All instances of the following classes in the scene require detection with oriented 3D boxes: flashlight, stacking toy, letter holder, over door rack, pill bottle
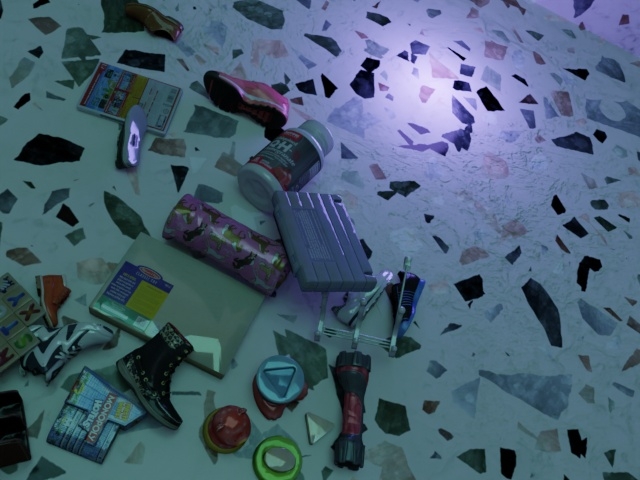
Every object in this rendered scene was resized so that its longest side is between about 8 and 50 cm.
[{"bbox_3d":[0.082,0.458,1.763,0.103,0.103,0.304,14,58,-11],"label":"flashlight"},{"bbox_3d":[-0.116,0.467,1.681,0.279,0.130,0.309,42,59,8],"label":"stacking toy"},{"bbox_3d":[-0.823,0.436,1.426,0.302,0.214,0.152,-10,66,-22],"label":"letter holder"},{"bbox_3d":[0.126,0.153,1.857,0.240,0.108,0.324,12,62,3],"label":"over door rack"},{"bbox_3d":[-0.100,-0.247,2.052,0.176,0.176,0.318,39,58,6],"label":"pill bottle"}]

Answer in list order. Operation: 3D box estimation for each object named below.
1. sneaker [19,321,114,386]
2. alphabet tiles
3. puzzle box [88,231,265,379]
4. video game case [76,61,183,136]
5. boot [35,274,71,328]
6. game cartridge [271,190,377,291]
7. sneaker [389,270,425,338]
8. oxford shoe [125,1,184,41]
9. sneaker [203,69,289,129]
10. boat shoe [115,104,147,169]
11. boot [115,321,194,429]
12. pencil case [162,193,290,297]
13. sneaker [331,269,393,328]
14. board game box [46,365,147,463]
[{"bbox_3d":[-0.648,0.293,1.632,0.235,0.094,0.153,2,63,-16],"label":"sneaker"},{"bbox_3d":[-0.873,0.235,1.593,0.285,0.011,0.342,39,63,20],"label":"alphabet tiles"},{"bbox_3d":[-0.392,0.176,1.801,0.409,0.052,0.272,28,58,-1],"label":"puzzle box"},{"bbox_3d":[-0.614,-0.460,2.098,0.285,0.025,0.204,17,59,-8],"label":"video game case"},{"bbox_3d":[-0.702,0.158,1.712,0.085,0.059,0.158,-7,63,-26],"label":"boot"},{"bbox_3d":[0.000,0.000,1.847,0.230,0.068,0.355,-1,47,-23],"label":"game cartridge"},{"bbox_3d":[0.248,0.193,1.980,0.090,0.081,0.232,26,51,1],"label":"sneaker"},{"bbox_3d":[-0.590,-0.761,2.247,0.212,0.076,0.076,24,69,-3],"label":"oxford shoe"},{"bbox_3d":[-0.247,-0.495,2.199,0.314,0.116,0.136,27,47,-10],"label":"sneaker"},{"bbox_3d":[-0.594,-0.321,1.993,0.070,0.078,0.219,-11,61,26],"label":"boat shoe"},{"bbox_3d":[-0.389,0.345,1.653,0.178,0.085,0.236,-42,77,-6],"label":"boot"},{"bbox_3d":[-0.264,0.010,1.862,0.386,0.167,0.160,29,35,0],"label":"pencil case"},{"bbox_3d":[0.133,0.159,1.959,0.095,0.090,0.235,35,56,15],"label":"sneaker"},{"bbox_3d":[-0.542,0.441,1.603,0.194,0.060,0.194,23,58,-3],"label":"board game box"}]
